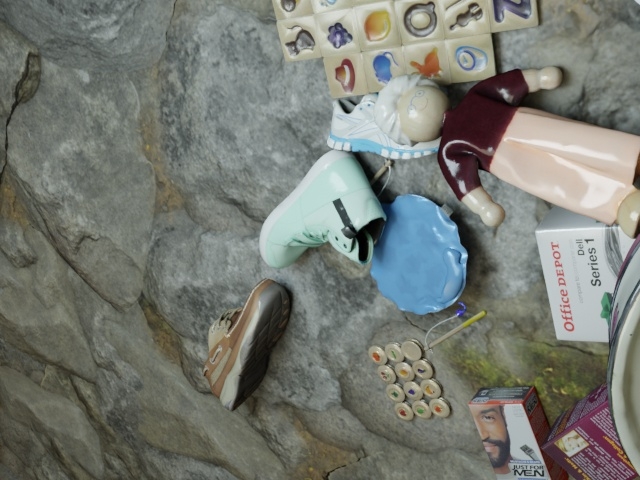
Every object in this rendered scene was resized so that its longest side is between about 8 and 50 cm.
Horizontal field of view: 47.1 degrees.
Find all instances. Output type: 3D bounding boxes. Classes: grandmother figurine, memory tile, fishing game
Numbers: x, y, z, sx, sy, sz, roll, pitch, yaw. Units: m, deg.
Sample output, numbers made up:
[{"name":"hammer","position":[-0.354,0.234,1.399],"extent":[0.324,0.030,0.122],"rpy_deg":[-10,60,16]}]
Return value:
[{"name":"grandmother figurine","position":[0.218,-0.121,0.855],"extent":[0.342,0.208,0.104],"rpy_deg":[22,158,27]},{"name":"memory tile","position":[0.146,0.232,1.213],"extent":[0.113,0.012,0.148],"rpy_deg":[-17,103,41]},{"name":"fishing game","position":[0.141,0.018,1.070],"extent":[0.264,0.041,0.189],"rpy_deg":[57,136,16]}]

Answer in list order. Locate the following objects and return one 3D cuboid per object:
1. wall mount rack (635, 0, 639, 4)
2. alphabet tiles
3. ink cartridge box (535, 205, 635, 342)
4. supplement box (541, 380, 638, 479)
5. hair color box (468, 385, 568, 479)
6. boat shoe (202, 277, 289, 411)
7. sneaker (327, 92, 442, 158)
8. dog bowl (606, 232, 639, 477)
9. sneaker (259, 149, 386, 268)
[{"name":"wall mount rack","position":[0.405,-0.255,0.620],"extent":[0.350,0.130,0.304],"rpy_deg":[-24,87,53]},{"name":"alphabet tiles","position":[0.087,-0.326,0.907],"extent":[0.342,0.011,0.285],"rpy_deg":[-1,117,27]},{"name":"ink cartridge box","position":[0.383,0.036,0.871],"extent":[0.219,0.092,0.160],"rpy_deg":[-4,111,37]},{"name":"supplement box","position":[0.402,0.250,0.983],"extent":[0.104,0.081,0.188],"rpy_deg":[43,132,9]},{"name":"hair color box","position":[0.299,0.305,1.111],"extent":[0.093,0.053,0.167],"rpy_deg":[-13,105,42]},{"name":"boat shoe","position":[-0.153,0.183,1.341],"extent":[0.116,0.123,0.324],"rpy_deg":[38,130,17]},{"name":"sneaker","position":[0.088,-0.160,1.004],"extent":[0.191,0.071,0.083],"rpy_deg":[11,115,32]},{"name":"dog bowl","position":[0.470,0.090,0.704],"extent":[0.408,0.150,0.408],"rpy_deg":[2,111,6]},{"name":"sneaker","position":[0.000,0.000,1.113],"extent":[0.256,0.094,0.151],"rpy_deg":[-52,57,40]}]
